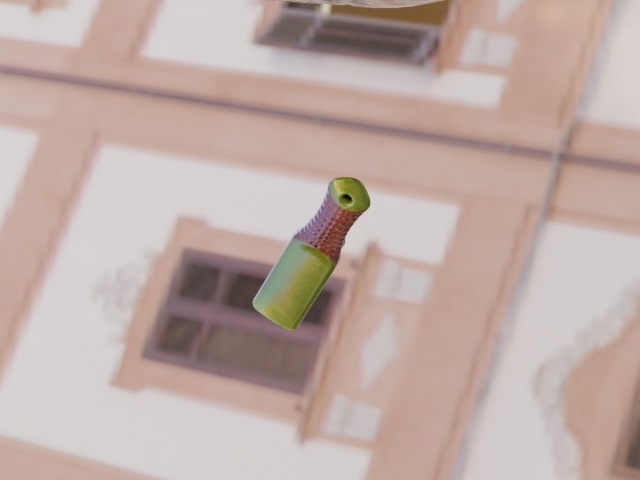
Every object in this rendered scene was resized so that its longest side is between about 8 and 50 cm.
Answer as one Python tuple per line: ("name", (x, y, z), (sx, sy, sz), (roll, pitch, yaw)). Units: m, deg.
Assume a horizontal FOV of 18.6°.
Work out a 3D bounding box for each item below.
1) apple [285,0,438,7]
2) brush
("apple", (0.020, -0.214, 0.741), (0.295, 0.233, 0.258), (-54, -14, 25))
("brush", (0.000, 0.000, 0.655), (0.021, 0.018, 0.083), (-57, -2, -39))
